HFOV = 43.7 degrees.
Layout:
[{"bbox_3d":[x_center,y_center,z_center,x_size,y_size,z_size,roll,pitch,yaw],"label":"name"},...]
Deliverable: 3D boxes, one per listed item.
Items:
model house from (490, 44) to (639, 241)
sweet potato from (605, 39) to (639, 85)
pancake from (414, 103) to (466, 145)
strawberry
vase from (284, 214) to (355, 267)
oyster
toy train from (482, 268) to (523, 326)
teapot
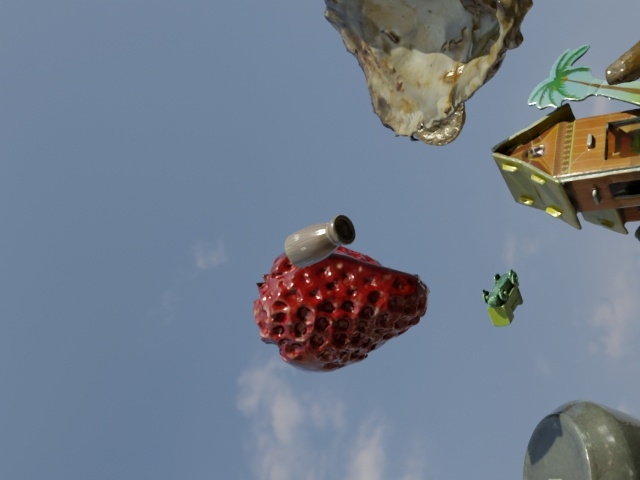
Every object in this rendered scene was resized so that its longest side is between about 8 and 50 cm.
[{"bbox_3d":[0.526,-0.171,1.552,0.300,0.324,0.340,52,-137,-40],"label":"model house"},{"bbox_3d":[0.564,-0.346,1.274,0.273,0.075,0.075,-50,-54,1],"label":"sweet potato"},{"bbox_3d":[0.219,-0.256,1.540,0.025,0.152,0.151,-26,-73,-40],"label":"pancake"},{"bbox_3d":[0.057,0.147,1.699,0.317,0.345,0.295,61,-144,-51],"label":"strawberry"},{"bbox_3d":[0.000,0.000,1.109,0.053,0.101,0.053,20,-121,-37],"label":"vase"},{"bbox_3d":[0.058,-0.122,0.447,0.056,0.177,0.105,-24,-95,-20],"label":"oyster"},{"bbox_3d":[0.359,0.110,1.559,0.122,0.050,0.081,-40,-69,-49],"label":"toy train"},{"bbox_3d":[0.515,0.399,1.214,0.344,0.253,0.300,6,-129,-10],"label":"teapot"}]
